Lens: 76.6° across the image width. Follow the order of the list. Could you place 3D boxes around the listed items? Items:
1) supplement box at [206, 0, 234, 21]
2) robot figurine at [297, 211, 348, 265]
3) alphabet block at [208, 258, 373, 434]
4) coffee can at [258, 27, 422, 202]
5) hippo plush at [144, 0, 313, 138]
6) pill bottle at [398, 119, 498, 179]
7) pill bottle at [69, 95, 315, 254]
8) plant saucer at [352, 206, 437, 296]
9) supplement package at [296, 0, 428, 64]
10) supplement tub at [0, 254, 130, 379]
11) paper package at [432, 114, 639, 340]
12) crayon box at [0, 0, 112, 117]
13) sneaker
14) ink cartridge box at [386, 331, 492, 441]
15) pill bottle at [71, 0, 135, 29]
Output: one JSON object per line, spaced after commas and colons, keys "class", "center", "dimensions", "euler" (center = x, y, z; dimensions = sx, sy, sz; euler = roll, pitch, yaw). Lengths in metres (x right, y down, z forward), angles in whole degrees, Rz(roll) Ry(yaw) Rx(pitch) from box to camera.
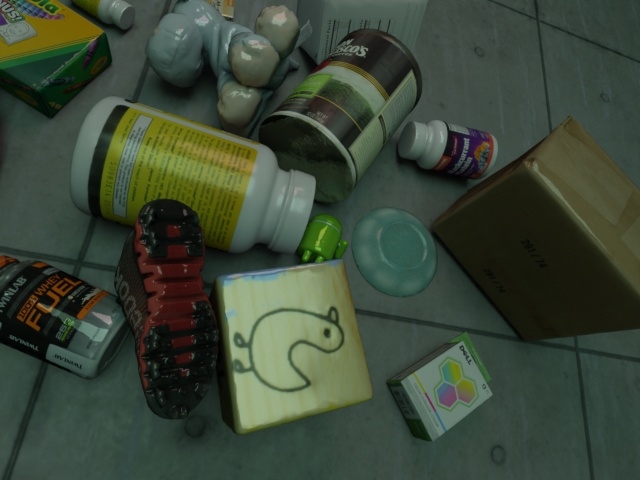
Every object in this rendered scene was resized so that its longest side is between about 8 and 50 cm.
{"class": "supplement box", "center": [-0.236, -0.495, 0.863], "dimensions": [0.099, 0.036, 0.062], "euler": [3, 71, -18]}
{"class": "robot figurine", "center": [0.000, 0.000, 0.750], "dimensions": [0.101, 0.067, 0.115], "euler": [23, 65, -1]}
{"class": "alphabet block", "center": [-0.059, 0.155, 0.608], "dimensions": [0.193, 0.193, 0.196], "euler": [-7, 74, -19]}
{"class": "coffee can", "center": [0.044, -0.236, 0.774], "dimensions": [0.202, 0.201, 0.275], "euler": [37, 64, -3]}
{"class": "hippo plush", "center": [-0.173, -0.361, 0.728], "dimensions": [0.237, 0.234, 0.294], "euler": [30, 65, -7]}
{"class": "pill bottle", "center": [0.276, -0.202, 0.892], "dimensions": [0.194, 0.108, 0.107], "euler": [9, 69, -15]}
{"class": "pill bottle", "center": [-0.187, -0.086, 0.651], "dimensions": [0.335, 0.188, 0.187], "euler": [16, 67, -12]}
{"class": "plant saucer", "center": [0.160, 0.015, 0.817], "dimensions": [0.195, 0.037, 0.194], "euler": [6, 70, -16]}
{"class": "supplement package", "center": [0.083, -0.484, 0.890], "dimensions": [0.244, 0.133, 0.139], "euler": [-14, 51, -23]}
{"class": "supplement tub", "center": [-0.371, 0.103, 0.563], "dimensions": [0.191, 0.117, 0.116], "euler": [27, 65, -8]}
{"class": "paper package", "center": [0.422, 0.002, 0.757], "dimensions": [0.168, 0.309, 0.324], "euler": [-39, 86, -23]}
{"class": "crayon box", "center": [-0.534, -0.358, 0.689], "dimensions": [0.279, 0.081, 0.165], "euler": [32, 65, -6]}
{"class": "sneaker", "center": [-0.207, 0.090, 0.535], "dimensions": [0.098, 0.135, 0.275], "euler": [4, 67, -43]}
{"class": "ink cartridge box", "center": [0.238, 0.257, 0.742], "dimensions": [0.210, 0.062, 0.108], "euler": [-23, 79, -24]}
{"class": "pill bottle", "center": [-0.419, -0.458, 0.772], "dimensions": [0.117, 0.065, 0.065], "euler": [32, 65, -5]}
